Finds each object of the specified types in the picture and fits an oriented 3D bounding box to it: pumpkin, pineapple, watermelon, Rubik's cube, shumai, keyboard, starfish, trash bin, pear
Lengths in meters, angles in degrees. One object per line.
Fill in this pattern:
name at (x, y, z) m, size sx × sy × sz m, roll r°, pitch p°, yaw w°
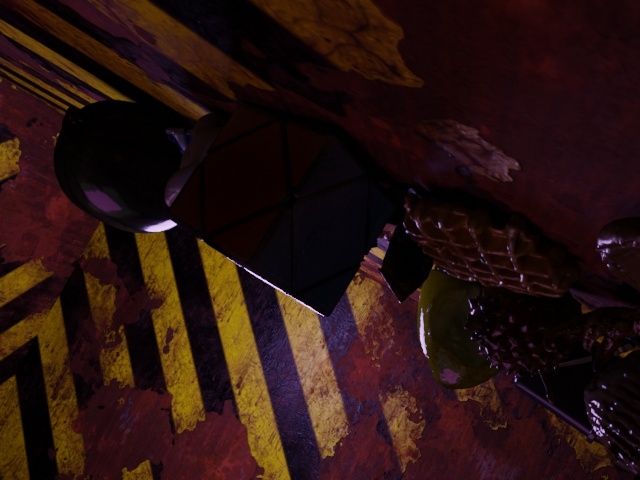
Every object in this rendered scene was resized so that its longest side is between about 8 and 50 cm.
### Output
pumpkin at (0.124, -0.003, 0.951) m, size 0.183 × 0.108 × 0.119 m, roll 61°, pitch -169°, yaw 26°
pineapple at (0.306, 0.132, 0.921) m, size 0.193 × 0.166 × 0.166 m, roll 3°, pitch -176°, yaw -21°
watermelon at (-0.421, -0.163, 1.296) m, size 0.279 × 0.279 × 0.359 m, roll 24°, pitch 177°, yaw 35°
Rubik's cube at (-0.051, -0.044, 0.848) m, size 0.207 × 0.205 × 0.205 m, roll 26°, pitch 172°, yaw 40°
shumai at (0.657, 0.341, 1.029) m, size 0.283 × 0.217 × 0.346 m, roll 31°, pitch 169°, yaw -29°
keyboard at (0.186, -0.033, 0.883) m, size 0.195 × 0.018 × 0.060 m, roll 30°, pitch 168°, yaw -29°
starfish at (0.413, 0.137, 0.822) m, size 0.190 × 0.074 × 0.146 m, roll -2°, pitch 157°, yaw 23°
trash bin at (0.656, 0.373, 1.473) m, size 0.290 × 0.209 × 0.182 m, roll 31°, pitch 179°, yaw 29°
pear at (0.330, 0.215, 1.368) m, size 0.292 × 0.292 × 0.159 m, roll 26°, pitch -176°, yaw 18°

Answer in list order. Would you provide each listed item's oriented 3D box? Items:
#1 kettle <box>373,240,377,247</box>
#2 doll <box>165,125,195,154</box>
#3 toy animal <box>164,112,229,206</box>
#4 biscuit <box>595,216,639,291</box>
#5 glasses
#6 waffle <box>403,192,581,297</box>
kettle at (-0.015, -0.009, 1.427) m, size 0.207 × 0.251 × 0.271 m, roll 57°, pitch -177°, yaw 2°
doll at (-0.244, -0.196, 1.227) m, size 0.096 × 0.070 × 0.195 m, roll -5°, pitch 163°, yaw 36°
toy animal at (-0.185, -0.121, 1.025) m, size 0.127 × 0.178 × 0.193 m, roll 27°, pitch 177°, yaw -16°
biscuit at (0.356, 0.036, 0.520) m, size 0.226 × 0.042 × 0.226 m, roll 26°, pitch 176°, yaw 2°
glasses at (0.439, 0.191, 1.090) m, size 0.239 × 0.207 × 0.102 m, roll 13°, pitch 130°, yaw 56°
waffle at (0.233, 0.013, 0.797) m, size 0.219 × 0.057 × 0.229 m, roll 17°, pitch 167°, yaw 37°
